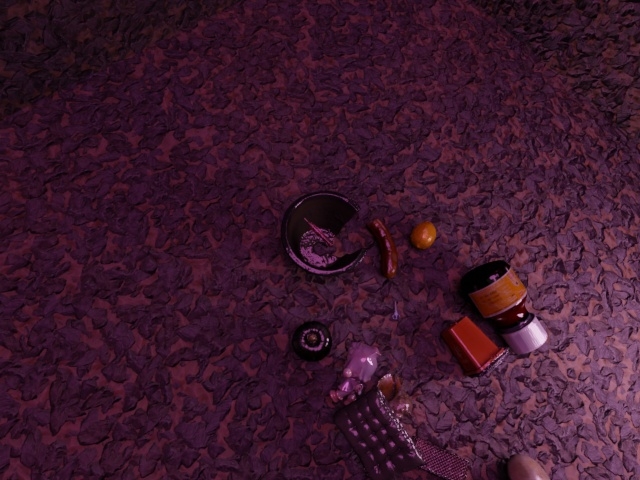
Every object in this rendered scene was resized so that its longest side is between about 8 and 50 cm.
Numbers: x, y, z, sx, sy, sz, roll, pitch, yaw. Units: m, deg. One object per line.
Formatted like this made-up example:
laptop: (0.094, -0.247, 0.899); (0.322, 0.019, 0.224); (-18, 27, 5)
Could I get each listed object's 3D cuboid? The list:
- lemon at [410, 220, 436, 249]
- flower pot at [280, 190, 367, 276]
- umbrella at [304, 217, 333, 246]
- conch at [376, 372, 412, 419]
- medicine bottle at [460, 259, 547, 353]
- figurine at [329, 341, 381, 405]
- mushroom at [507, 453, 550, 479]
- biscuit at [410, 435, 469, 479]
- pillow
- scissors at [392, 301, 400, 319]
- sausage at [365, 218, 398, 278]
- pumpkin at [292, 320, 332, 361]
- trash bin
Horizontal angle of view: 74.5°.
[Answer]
lemon: (0.490, -0.026, 1.996); (0.114, 0.114, 0.155); (34, 67, 5)
flower pot: (0.000, 0.000, 1.841); (0.380, 0.251, 0.379); (2, 72, -7)
umbrella: (-0.008, -0.033, 1.709); (0.165, 0.025, 0.027); (45, 53, 7)
conch: (0.295, 0.630, 1.712); (0.155, 0.130, 0.207); (29, 47, -24)
medicine bottle: (0.819, 0.298, 1.869); (0.243, 0.242, 0.395); (-34, 92, -18)
figurine: (0.141, 0.540, 1.700); (0.133, 0.200, 0.275); (25, 96, 18)
mushroom: (0.803, 0.964, 1.639); (0.206, 0.206, 0.209); (28, 90, 3)
biscuit: (0.459, 0.877, 1.676); (0.252, 0.070, 0.106); (25, 67, 2)
pillow: (0.217, 0.758, 1.611); (0.228, 0.101, 0.326); (-36, 83, 9)
scissors: (0.341, 0.316, 1.902); (0.036, 0.006, 0.083); (1, 70, -6)
sausage: (0.299, 0.030, 1.967); (0.103, 0.076, 0.302); (-15, 71, -5)
pumpkin: (-0.034, 0.419, 1.748); (0.167, 0.125, 0.167); (0, 88, -6)
trash bin: (0.660, 0.450, 1.820); (0.185, 0.161, 0.238); (-31, 73, -18)
